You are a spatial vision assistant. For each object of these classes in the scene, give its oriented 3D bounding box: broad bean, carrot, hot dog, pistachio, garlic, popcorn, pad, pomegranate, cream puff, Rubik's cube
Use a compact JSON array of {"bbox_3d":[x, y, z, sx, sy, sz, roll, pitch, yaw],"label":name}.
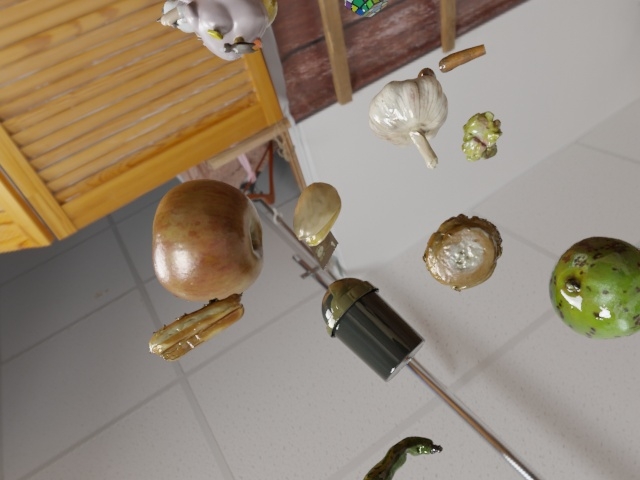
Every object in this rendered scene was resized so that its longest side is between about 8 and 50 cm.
[{"bbox_3d":[0.134,0.420,0.919,0.195,0.046,0.061,-27,-145,-18],"label":"broad bean"},{"bbox_3d":[0.279,-0.361,0.978,0.093,0.032,0.032,-17,-144,23],"label":"carrot"},{"bbox_3d":[-0.304,0.213,1.232,0.270,0.109,0.072,-31,-123,-9],"label":"hot dog"},{"bbox_3d":[-0.010,-0.085,1.441,0.145,0.117,0.200,-14,-135,40],"label":"pistachio"},{"bbox_3d":[0.222,-0.258,1.174,0.199,0.199,0.225,-15,-110,5],"label":"garlic"},{"bbox_3d":[0.368,-0.240,1.138,0.089,0.109,0.097,-4,-164,12],"label":"popcorn"},{"bbox_3d":[0.000,0.000,1.761,0.004,0.127,0.190,7,-145,-32],"label":"pad"},{"bbox_3d":[0.594,0.102,1.011,0.263,0.211,0.211,13,-150,-25],"label":"pomegranate"},{"bbox_3d":[0.295,0.021,1.032,0.165,0.150,0.115,-20,-172,15],"label":"cream puff"},{"bbox_3d":[0.115,-0.635,1.250,0.133,0.111,0.133,-31,-178,1],"label":"Rubik's cube"}]

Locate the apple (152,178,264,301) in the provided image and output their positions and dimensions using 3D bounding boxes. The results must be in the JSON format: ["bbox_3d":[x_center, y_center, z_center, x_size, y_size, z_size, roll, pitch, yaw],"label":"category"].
[{"bbox_3d":[-0.340,0.006,1.557,0.334,0.400,0.400,6,-141,-7],"label":"apple"}]

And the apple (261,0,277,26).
[{"bbox_3d":[-0.207,-0.597,1.228,0.173,0.195,0.160,14,-90,41],"label":"apple"}]

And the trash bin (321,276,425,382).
[{"bbox_3d":[0.140,0.257,1.527,0.214,0.214,0.334,-38,-112,-23],"label":"trash bin"}]

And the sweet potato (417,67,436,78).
[{"bbox_3d":[0.276,-0.398,1.267,0.050,0.050,0.214,-6,-177,16],"label":"sweet potato"}]

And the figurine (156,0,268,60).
[{"bbox_3d":[-0.160,-0.345,0.768,0.229,0.111,0.137,28,-163,35],"label":"figurine"}]
